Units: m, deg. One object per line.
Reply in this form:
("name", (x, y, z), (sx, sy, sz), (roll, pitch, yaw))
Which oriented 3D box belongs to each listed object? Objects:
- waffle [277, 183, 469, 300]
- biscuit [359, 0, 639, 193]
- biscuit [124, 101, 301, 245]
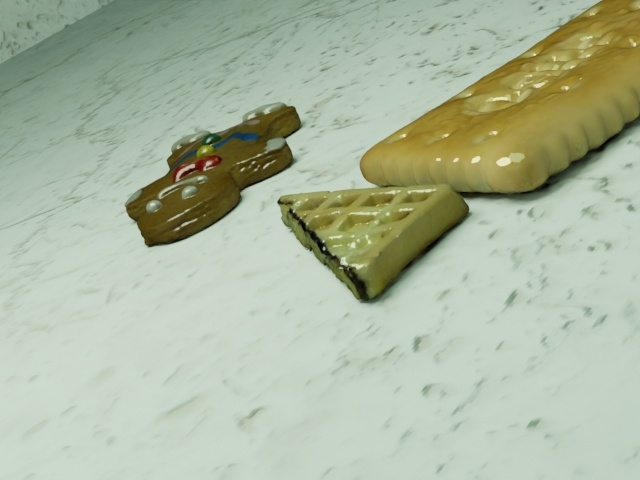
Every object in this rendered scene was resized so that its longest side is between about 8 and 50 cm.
("waffle", (0.000, 0.000, 0.658), (0.152, 0.023, 0.097), (0, 29, 47))
("biscuit", (0.152, -0.098, 0.724), (0.249, 0.030, 0.160), (-33, 21, -25))
("biscuit", (-0.084, -0.053, 0.893), (0.138, 0.031, 0.205), (-17, 22, 19))
